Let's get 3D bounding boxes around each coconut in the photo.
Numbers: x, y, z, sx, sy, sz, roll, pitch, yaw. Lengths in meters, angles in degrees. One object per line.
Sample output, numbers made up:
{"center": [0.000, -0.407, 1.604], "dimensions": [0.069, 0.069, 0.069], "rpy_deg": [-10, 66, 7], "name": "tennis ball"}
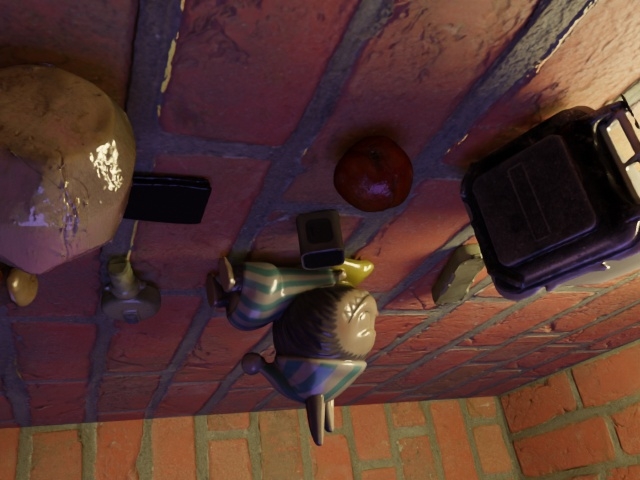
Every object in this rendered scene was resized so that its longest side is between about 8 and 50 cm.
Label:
{"center": [-0.335, -0.074, 0.676], "dimensions": [0.227, 0.227, 0.230], "rpy_deg": [4, 145, -24], "name": "coconut"}

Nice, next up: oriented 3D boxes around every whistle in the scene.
{"center": [-0.405, 0.114, 1.201], "dimensions": [0.126, 0.067, 0.258], "rpy_deg": [-4, 151, -12], "name": "whistle"}

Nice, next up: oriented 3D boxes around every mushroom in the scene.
{"center": [-0.663, 0.106, 1.078], "dimensions": [0.246, 0.096, 0.108], "rpy_deg": [-17, 127, 10], "name": "mushroom"}

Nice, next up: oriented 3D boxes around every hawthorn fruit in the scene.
{"center": [0.080, -0.101, 0.873], "dimensions": [0.128, 0.128, 0.128], "rpy_deg": [-7, 153, -3], "name": "hawthorn fruit"}

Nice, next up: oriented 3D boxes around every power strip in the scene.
{"center": [0.337, 0.086, 1.386], "dimensions": [0.080, 0.048, 0.286], "rpy_deg": [-8, 153, -6], "name": "power strip"}

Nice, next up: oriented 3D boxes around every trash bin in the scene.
{"center": [0.456, -0.049, 0.960], "dimensions": [0.367, 0.256, 0.296], "rpy_deg": [9, 147, -43], "name": "trash bin"}

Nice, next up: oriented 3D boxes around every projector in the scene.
{"center": [0.000, 0.000, 1.077], "dimensions": [0.083, 0.082, 0.083], "rpy_deg": [-9, 154, 0], "name": "projector"}

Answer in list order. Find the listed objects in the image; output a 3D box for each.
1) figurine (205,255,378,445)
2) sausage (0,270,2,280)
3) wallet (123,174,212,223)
{"center": [-0.038, 0.232, 1.201], "dimensions": [0.361, 0.378, 0.266], "rpy_deg": [4, 151, -26], "name": "figurine"}
{"center": [-0.538, -0.032, 0.771], "dimensions": [0.097, 0.094, 0.349], "rpy_deg": [-9, 138, -9], "name": "sausage"}
{"center": [-0.306, -0.066, 0.916], "dimensions": [0.244, 0.025, 0.124], "rpy_deg": [1, 152, -21], "name": "wallet"}
